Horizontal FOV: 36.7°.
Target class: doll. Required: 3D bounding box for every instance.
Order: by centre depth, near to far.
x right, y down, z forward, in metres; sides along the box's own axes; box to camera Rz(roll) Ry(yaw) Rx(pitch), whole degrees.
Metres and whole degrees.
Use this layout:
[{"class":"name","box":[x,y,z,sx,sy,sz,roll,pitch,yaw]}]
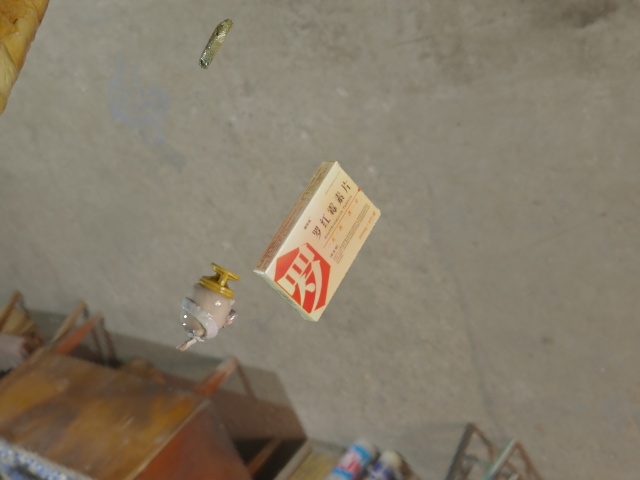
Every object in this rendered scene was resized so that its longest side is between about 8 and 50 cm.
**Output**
[{"class":"doll","box":[-0.149,0.099,1.314,0.084,0.127,0.073,29,178,-36]}]

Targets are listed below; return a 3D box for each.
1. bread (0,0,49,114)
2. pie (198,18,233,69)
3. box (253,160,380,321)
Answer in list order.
[{"class":"bread","box":[-0.357,-0.213,0.926,0.132,0.294,0.167,-23,126,14]},{"class":"pie","box":[-0.149,-0.280,1.364,0.020,0.084,0.084,29,149,-13]},{"class":"box","box":[0.000,0.000,0.642,0.015,0.093,0.058,6,148,50]}]
